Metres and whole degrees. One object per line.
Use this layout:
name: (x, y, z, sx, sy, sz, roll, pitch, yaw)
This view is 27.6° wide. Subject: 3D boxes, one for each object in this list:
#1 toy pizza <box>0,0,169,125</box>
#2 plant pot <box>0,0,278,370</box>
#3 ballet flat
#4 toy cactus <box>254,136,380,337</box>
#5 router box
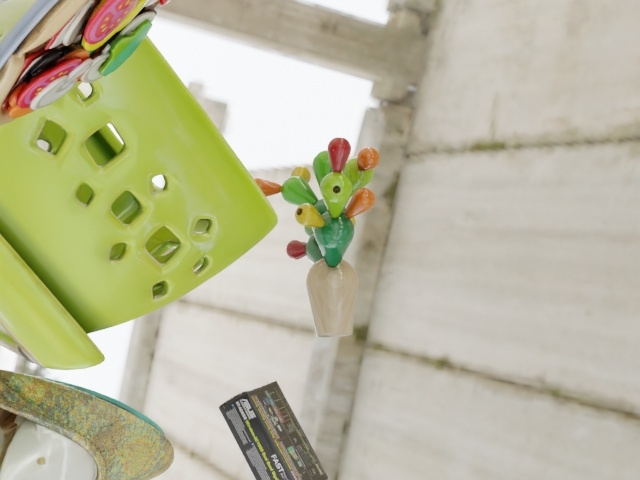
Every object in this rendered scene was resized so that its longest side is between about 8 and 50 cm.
toy pizza: (-0.119, -0.129, 0.742, 0.201, 0.032, 0.201, -44, -176, 4)
plant pot: (-0.209, -0.039, 0.991, 0.207, 0.228, 0.227, -45, -153, -19)
ballet flat: (-0.286, 0.155, 1.056, 0.123, 0.348, 0.123, -51, -157, 31)
toy cactus: (0.000, 0.000, 1.232, 0.219, 0.112, 0.180, 144, -56, -70)
router box: (-0.047, 0.209, 1.337, 0.038, 0.092, 0.122, -31, -98, 15)
